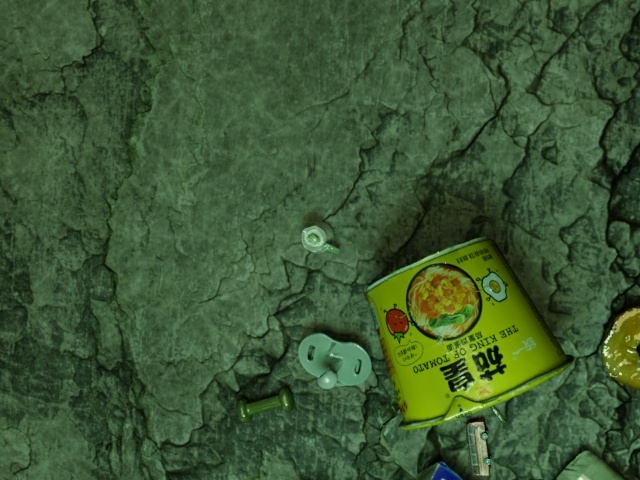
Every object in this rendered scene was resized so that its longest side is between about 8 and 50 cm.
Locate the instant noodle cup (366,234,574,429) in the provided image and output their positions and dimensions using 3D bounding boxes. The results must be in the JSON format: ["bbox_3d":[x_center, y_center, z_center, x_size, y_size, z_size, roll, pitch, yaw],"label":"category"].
[{"bbox_3d":[0.239,0.154,1.178,0.325,0.325,0.254,-24,80,11],"label":"instant noodle cup"}]

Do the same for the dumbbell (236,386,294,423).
[{"bbox_3d":[-0.113,0.337,1.373,0.117,0.046,0.052,-17,85,11],"label":"dumbbell"}]

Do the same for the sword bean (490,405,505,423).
[{"bbox_3d":[0.332,0.323,1.307,0.012,0.012,0.083,-42,84,10],"label":"sword bean"}]

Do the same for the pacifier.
[{"bbox_3d":[0.020,0.252,1.312,0.150,0.117,0.127,20,122,5],"label":"pacifier"}]

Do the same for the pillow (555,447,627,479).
[{"bbox_3d":[0.517,0.486,1.248,0.181,0.078,0.134,38,96,10],"label":"pillow"}]

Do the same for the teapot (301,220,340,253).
[{"bbox_3d":[0.000,0.000,1.325,0.083,0.064,0.064,34,99,7],"label":"teapot"}]

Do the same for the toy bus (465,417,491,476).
[{"bbox_3d":[0.308,0.402,1.305,0.043,0.031,0.110,-7,92,17],"label":"toy bus"}]

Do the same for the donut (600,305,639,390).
[{"bbox_3d":[0.604,0.197,1.225,0.178,0.065,0.162,29,102,7],"label":"donut"}]

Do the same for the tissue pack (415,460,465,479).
[{"bbox_3d":[0.259,0.577,1.238,0.269,0.209,0.137,38,143,6],"label":"tissue pack"}]
